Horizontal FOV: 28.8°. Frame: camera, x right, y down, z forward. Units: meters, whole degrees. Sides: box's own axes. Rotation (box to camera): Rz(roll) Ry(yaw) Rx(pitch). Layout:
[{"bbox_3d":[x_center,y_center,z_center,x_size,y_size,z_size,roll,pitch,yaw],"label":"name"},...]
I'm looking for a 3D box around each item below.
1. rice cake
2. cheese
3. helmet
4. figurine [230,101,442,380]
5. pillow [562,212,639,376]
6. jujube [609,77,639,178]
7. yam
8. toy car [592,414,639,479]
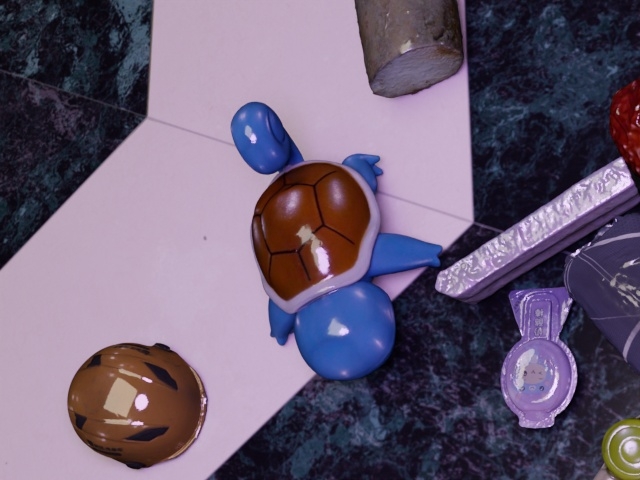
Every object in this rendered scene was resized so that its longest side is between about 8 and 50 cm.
[{"bbox_3d":[0.295,-0.004,1.666,0.298,0.106,0.050,-34,70,16],"label":"rice cake"},{"bbox_3d":[0.289,0.154,1.650,0.105,0.042,0.191,-6,68,27],"label":"cheese"},{"bbox_3d":[-0.300,0.247,1.914,0.224,0.130,0.198,7,80,31],"label":"helmet"},{"bbox_3d":[0.006,-0.006,1.795,0.298,0.243,0.416,-24,83,12],"label":"figurine"},{"bbox_3d":[0.447,0.104,1.545,0.161,0.092,0.335,-44,58,6],"label":"pillow"},{"bbox_3d":[0.447,-0.132,1.619,0.109,0.112,0.176,-13,64,-18],"label":"jujube"},{"bbox_3d":[0.126,-0.355,1.859,0.161,0.161,0.268,-17,65,25],"label":"yam"},{"bbox_3d":[0.404,0.334,1.477,0.235,0.145,0.235,-2,82,17],"label":"toy car"}]
